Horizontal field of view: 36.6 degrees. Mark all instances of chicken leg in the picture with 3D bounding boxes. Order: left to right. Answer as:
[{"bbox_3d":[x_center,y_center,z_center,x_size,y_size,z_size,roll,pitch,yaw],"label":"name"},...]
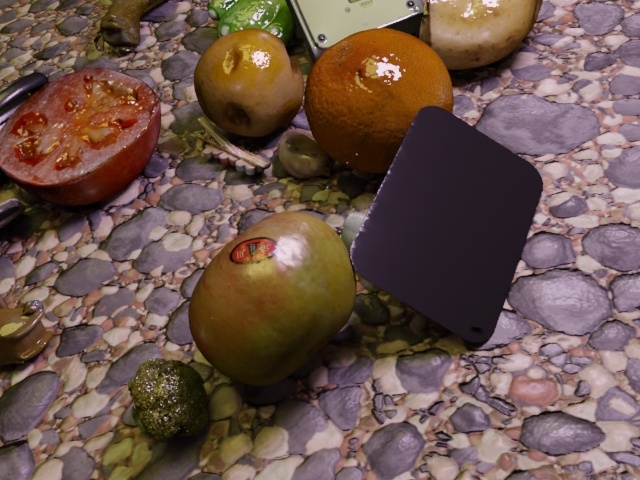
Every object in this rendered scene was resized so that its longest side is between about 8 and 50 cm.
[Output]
[{"bbox_3d":[-0.422,-0.601,2.326,0.153,0.201,0.429,-21,38,43],"label":"chicken leg"}]

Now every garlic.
[{"bbox_3d":[-0.038,-0.154,1.771,0.084,0.066,0.152,-16,37,-40],"label":"garlic"}]

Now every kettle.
[{"bbox_3d":[-0.651,-0.244,1.988,0.144,0.202,0.232,37,59,10],"label":"kettle"}]

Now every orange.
[{"bbox_3d":[0.104,-0.238,1.669,0.264,0.264,0.264,-10,42,9],"label":"orange"}]

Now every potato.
[{"bbox_3d":[0.309,-0.444,1.848,0.243,0.242,0.285,-2,25,18],"label":"potato"}]

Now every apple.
[{"bbox_3d":[-0.066,0.085,1.389,0.261,0.261,0.194,-40,80,-23],"label":"apple"}]

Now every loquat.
[{"bbox_3d":[-0.127,-0.301,1.839,0.213,0.213,0.213,-10,42,9],"label":"loquat"}]

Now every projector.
[{"bbox_3d":[0.069,-0.486,1.985,0.250,0.108,0.198,-21,73,-3],"label":"projector"}]

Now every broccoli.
[{"bbox_3d":[-0.220,0.230,1.387,0.131,0.130,0.120,48,115,19],"label":"broccoli"}]

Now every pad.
[{"bbox_3d":[0.165,-0.042,1.494,0.315,0.063,0.375,33,54,-6],"label":"pad"}]

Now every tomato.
[{"bbox_3d":[-0.456,-0.180,1.881,0.338,0.143,0.338,-11,46,11],"label":"tomato"}]

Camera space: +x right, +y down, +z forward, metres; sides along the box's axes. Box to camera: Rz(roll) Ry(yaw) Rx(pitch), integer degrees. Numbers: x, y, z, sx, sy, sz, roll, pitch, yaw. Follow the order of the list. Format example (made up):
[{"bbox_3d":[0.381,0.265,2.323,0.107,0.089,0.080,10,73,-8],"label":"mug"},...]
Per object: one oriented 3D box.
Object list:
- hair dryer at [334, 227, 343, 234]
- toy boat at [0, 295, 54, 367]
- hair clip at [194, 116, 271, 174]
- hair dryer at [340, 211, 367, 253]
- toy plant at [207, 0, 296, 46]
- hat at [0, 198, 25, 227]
[{"bbox_3d":[0.000,0.000,1.620,0.083,0.031,0.079,-31,32,-34],"label":"hair dryer"},{"bbox_3d":[-0.596,0.146,1.623,0.321,0.089,0.121,-4,38,18],"label":"toy boat"},{"bbox_3d":[-0.171,-0.167,1.839,0.062,0.056,0.214,-27,48,-34],"label":"hair clip"},{"bbox_3d":[0.176,-0.023,1.564,0.206,0.075,0.237,25,49,30],"label":"hair dryer"},{"bbox_3d":[-0.114,-0.538,2.135,0.224,0.184,0.316,24,66,26],"label":"toy plant"},{"bbox_3d":[-0.683,-0.022,1.797,0.232,0.161,0.275,18,28,19],"label":"hat"}]
